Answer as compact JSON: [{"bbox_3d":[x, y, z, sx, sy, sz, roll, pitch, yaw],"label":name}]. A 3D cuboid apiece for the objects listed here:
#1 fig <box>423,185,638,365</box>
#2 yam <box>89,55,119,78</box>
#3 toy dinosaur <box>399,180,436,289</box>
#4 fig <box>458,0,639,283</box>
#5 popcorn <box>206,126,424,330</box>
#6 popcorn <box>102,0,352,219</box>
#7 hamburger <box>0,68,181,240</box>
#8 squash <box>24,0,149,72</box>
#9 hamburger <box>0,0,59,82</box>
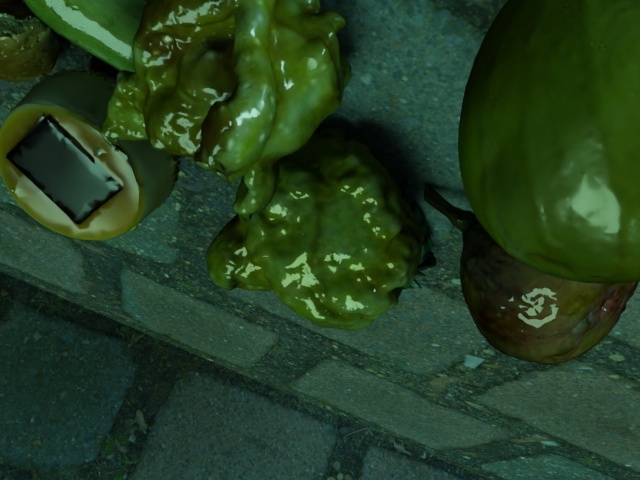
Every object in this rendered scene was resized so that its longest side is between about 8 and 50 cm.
[{"bbox_3d":[0.309,0.004,0.981,0.368,0.286,0.286,47,167,35],"label":"fig"},{"bbox_3d":[-0.317,-0.276,1.028,0.127,0.084,0.084,30,150,-13],"label":"yam"},{"bbox_3d":[0.152,-0.009,1.178,0.120,0.079,0.292,0,133,24],"label":"toy dinosaur"},{"bbox_3d":[0.298,-0.132,0.644,0.343,0.343,0.343,16,151,9],"label":"fig"},{"bbox_3d":[-0.001,-0.007,1.022,0.334,0.292,0.293,25,153,18],"label":"popcorn"},{"bbox_3d":[-0.111,-0.196,0.824,0.321,0.290,0.325,11,130,51],"label":"popcorn"},{"bbox_3d":[-0.376,-0.140,1.009,0.294,0.179,0.276,-33,113,30],"label":"hamburger"},{"bbox_3d":[-0.279,-0.303,0.923,0.370,0.118,0.118,33,149,-26],"label":"squash"},{"bbox_3d":[-0.515,-0.323,1.024,0.155,0.135,0.207,24,153,-1],"label":"hamburger"}]
